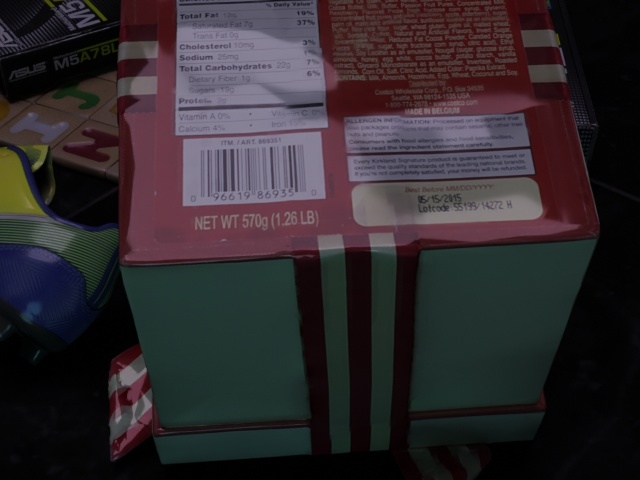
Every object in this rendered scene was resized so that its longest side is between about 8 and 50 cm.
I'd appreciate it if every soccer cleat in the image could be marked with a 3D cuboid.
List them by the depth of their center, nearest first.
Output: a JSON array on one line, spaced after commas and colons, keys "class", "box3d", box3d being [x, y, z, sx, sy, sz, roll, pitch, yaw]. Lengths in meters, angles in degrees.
[{"class": "soccer cleat", "box3d": [-0.242, -0.030, 0.820, 0.289, 0.093, 0.121, 34, 78, 29]}]

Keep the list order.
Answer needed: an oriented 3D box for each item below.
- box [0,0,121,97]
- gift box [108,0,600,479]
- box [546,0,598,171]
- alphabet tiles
[{"class": "box", "box3d": [-0.234, -0.211, 1.088, 0.184, 0.045, 0.190, -20, 41, -24]}, {"class": "gift box", "box3d": [0.000, 0.000, 0.674, 0.255, 0.258, 0.276, 1, 58, 0]}, {"class": "box", "box3d": [0.071, -0.134, 0.971, 0.270, 0.060, 0.216, 2, 39, 1]}, {"class": "alphabet tiles", "box3d": [-0.152, -0.146, 1.046, 0.343, 0.011, 0.285, 17, 43, 23]}]
